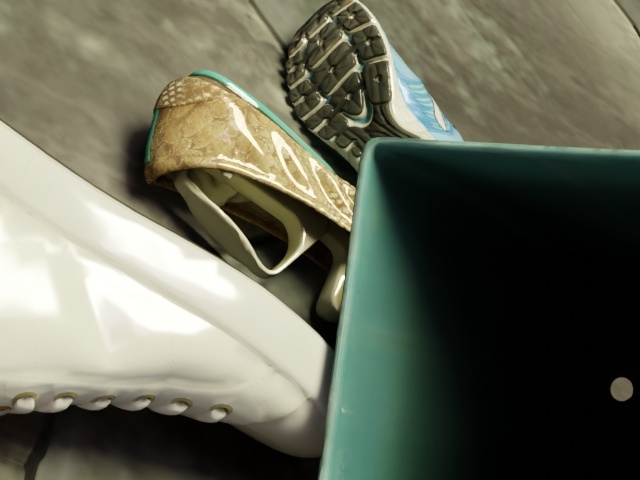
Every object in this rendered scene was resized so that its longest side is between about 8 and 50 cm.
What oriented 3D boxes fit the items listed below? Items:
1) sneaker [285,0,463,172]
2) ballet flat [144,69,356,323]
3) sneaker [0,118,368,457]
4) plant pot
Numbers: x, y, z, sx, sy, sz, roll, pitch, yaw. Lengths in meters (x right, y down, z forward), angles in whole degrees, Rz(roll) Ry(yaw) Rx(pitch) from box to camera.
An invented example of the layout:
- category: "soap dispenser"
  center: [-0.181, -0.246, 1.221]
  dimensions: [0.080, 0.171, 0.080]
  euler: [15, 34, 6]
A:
- category: "sneaker"
  center: [0.038, -0.059, 0.902]
  dimensions: [0.073, 0.063, 0.162]
  euler: [15, 44, -61]
- category: "ballet flat"
  center: [0.000, 0.000, 0.810]
  dimensions: [0.206, 0.073, 0.067]
  euler: [33, 66, -11]
- category: "sneaker"
  center: [-0.113, 0.038, 0.664]
  dimensions: [0.290, 0.106, 0.123]
  euler: [33, 74, -27]
- category: "plant pot"
  center: [0.130, 0.062, 0.737]
  dimensions: [0.234, 0.166, 0.165]
  euler: [19, 77, -62]
